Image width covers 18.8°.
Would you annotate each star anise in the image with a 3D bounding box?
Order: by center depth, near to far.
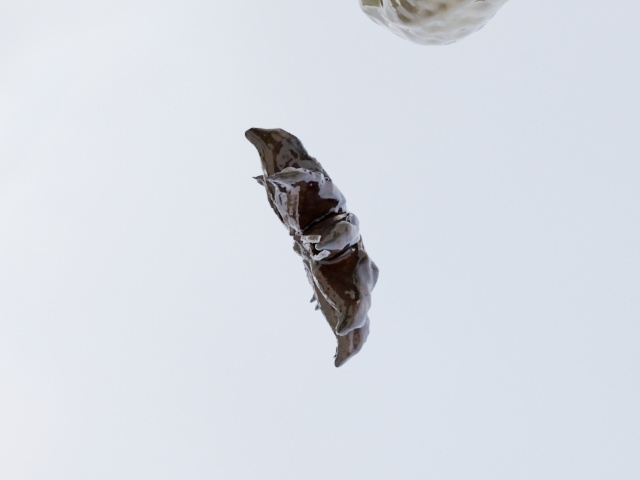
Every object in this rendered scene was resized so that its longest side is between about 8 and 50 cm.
[{"bbox_3d":[0.001,0.000,1.060,0.042,0.141,0.141,-23,-148,-4],"label":"star anise"}]

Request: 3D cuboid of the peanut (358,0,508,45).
[{"bbox_3d":[0.138,-0.241,1.488,0.325,0.153,0.140,-29,-111,56],"label":"peanut"}]
